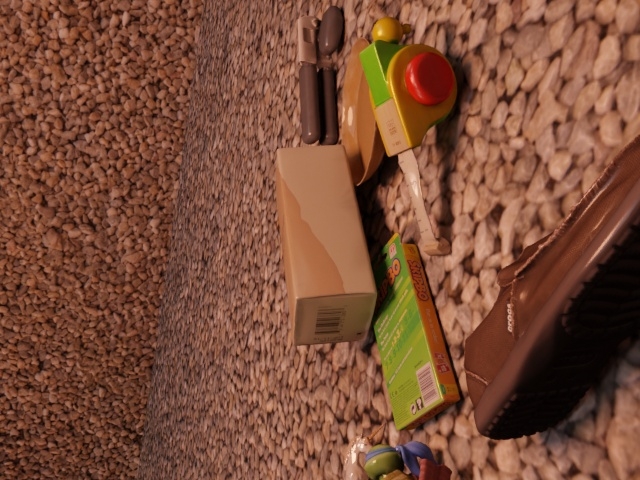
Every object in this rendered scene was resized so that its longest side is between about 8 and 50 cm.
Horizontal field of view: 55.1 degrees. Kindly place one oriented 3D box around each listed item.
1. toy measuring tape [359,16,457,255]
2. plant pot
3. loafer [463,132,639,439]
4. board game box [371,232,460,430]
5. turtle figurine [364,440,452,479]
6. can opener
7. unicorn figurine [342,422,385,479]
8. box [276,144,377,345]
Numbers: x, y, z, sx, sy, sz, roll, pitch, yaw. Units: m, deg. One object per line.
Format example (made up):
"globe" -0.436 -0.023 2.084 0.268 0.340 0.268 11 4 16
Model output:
"toy measuring tape" 0.148 -0.149 0.845 0.121 0.121 0.330 -12 97 64
"plant pot" 0.073 -0.207 1.000 0.236 0.032 0.236 180 90 -79
"loafer" 0.221 0.037 0.566 0.130 0.134 0.366 -112 36 -44
"board game box" 0.121 0.126 0.884 0.124 0.039 0.259 125 140 -48
"turtle figurine" 0.069 0.414 0.760 0.198 0.275 0.266 71 175 -48
"can opener" -0.003 -0.322 1.193 0.093 0.074 0.280 -23 65 62
"unicorn figurine" 0.059 0.373 0.940 0.111 0.060 0.162 -110 35 -42
"box" 0.000 0.000 1.004 0.148 0.121 0.311 95 169 -50
